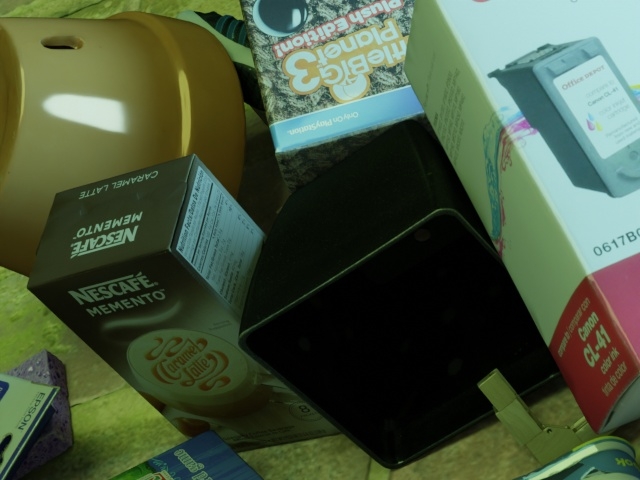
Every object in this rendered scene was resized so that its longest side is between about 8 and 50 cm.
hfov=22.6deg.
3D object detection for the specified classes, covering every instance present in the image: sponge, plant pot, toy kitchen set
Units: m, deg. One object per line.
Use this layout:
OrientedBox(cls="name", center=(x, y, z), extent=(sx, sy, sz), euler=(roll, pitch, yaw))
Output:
OrientedBox(cls="sponge", center=(-0.326, 0.195, 1.497), extent=(0.210, 0.031, 0.117), euler=(-31, 39, 12))
OrientedBox(cls="plant pot", center=(-0.233, -0.082, 1.460), extent=(0.291, 0.203, 0.290), euler=(-15, 70, 47))
OrientedBox(cls="toy kitchen set", center=(0.164, 0.113, 1.141), extent=(0.075, 0.083, 0.068), euler=(-39, -4, 2))
OrientedBox(cls="plant pot", center=(0.062, 0.024, 1.200), extent=(0.187, 0.188, 0.167), euler=(-33, 36, 21))

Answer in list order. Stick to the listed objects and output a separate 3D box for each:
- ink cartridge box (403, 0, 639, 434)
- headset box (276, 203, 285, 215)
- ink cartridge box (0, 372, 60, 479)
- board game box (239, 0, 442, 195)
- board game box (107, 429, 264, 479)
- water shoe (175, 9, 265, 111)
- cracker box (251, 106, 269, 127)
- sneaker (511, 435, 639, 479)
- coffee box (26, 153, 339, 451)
OrientedBox(cls="ink cartridge box", center=(0.218, -0.060, 1.053), extent=(0.226, 0.131, 0.306), euler=(-22, 70, -12))
OrientedBox(cls="headset box", center=(0.000, 0.000, 1.388), extent=(0.032, 0.062, 0.083), euler=(-38, 37, 2))
OrientedBox(cls="ink cartridge box", center=(-0.357, 0.189, 1.452), extent=(0.333, 0.065, 0.165), euler=(8, 59, 45))
OrientedBox(cls="board game box", center=(0.056, -0.182, 1.341), extent=(0.232, 0.141, 0.291), euler=(-16, 60, 2))
OrientedBox(cls="board game box", center=(-0.133, 0.290, 1.112), extent=(0.318, 0.066, 0.319), euler=(-25, 33, -23))
OrientedBox(cls="water shoe", center=(-0.064, -0.177, 1.520), extent=(0.080, 0.073, 0.203), euler=(-30, 38, -19))
OrientedBox(cls="cracker box", center=(0.053, -0.171, 1.507), extent=(0.232, 0.067, 0.155), euler=(10, 61, 44))
OrientedBox(cls="sneaker", center=(0.155, 0.189, 1.082), extent=(0.144, 0.053, 0.059), euler=(-34, 40, 11))
OrientedBox(cls="coffee box", center=(-0.095, 0.058, 1.260), extent=(0.141, 0.246, 0.098), euler=(-15, 44, 29))
